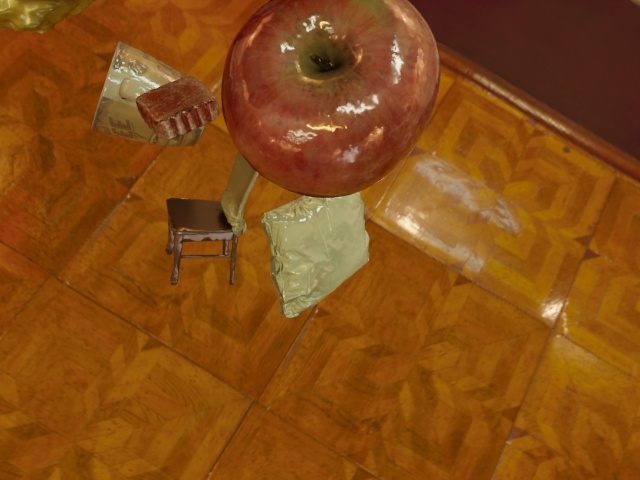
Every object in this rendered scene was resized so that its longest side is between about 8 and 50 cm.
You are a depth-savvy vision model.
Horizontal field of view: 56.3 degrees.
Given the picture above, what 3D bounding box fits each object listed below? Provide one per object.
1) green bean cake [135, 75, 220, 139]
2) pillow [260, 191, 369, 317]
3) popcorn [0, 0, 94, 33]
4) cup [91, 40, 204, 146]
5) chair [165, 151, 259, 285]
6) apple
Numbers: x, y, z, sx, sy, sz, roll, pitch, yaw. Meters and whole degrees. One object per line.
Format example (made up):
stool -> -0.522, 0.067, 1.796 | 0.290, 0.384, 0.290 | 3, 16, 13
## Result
green bean cake -> -0.277, -0.258, 1.168 | 0.136, 0.056, 0.135 | -29, 44, -19
pillow -> 0.000, 0.000, 1.446 | 0.310, 0.283, 0.138 | -32, 36, -31
popcorn -> -0.279, -0.335, 0.603 | 0.251, 0.237, 0.205 | -43, 108, -30
cup -> -0.403, -0.343, 1.469 | 0.257, 0.301, 0.227 | 15, 94, -20
chair -> -0.256, -0.063, 1.383 | 0.186, 0.318, 0.160 | 2, 33, -20
apple -> 0.016, -0.225, 0.922 | 0.345, 0.269, 0.344 | -1, 77, 2
